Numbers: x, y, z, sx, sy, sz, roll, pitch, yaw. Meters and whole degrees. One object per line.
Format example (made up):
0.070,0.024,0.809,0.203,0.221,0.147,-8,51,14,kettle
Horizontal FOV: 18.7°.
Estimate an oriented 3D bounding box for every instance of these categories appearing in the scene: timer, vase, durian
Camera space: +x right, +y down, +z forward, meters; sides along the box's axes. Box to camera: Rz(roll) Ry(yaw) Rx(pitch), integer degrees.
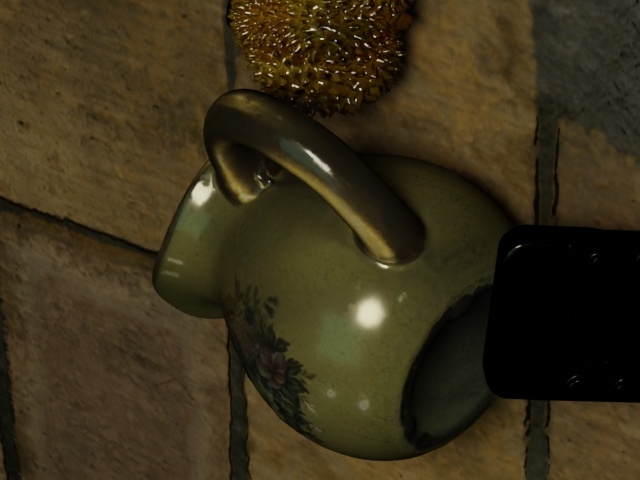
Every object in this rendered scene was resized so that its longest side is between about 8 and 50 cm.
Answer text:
0.221,0.055,1.472,0.187,0.055,0.144,2,120,-5,timer
0.000,0.000,1.544,0.302,0.241,0.329,33,158,34,vase
0.003,-0.176,1.546,0.168,0.137,0.158,9,98,28,durian
